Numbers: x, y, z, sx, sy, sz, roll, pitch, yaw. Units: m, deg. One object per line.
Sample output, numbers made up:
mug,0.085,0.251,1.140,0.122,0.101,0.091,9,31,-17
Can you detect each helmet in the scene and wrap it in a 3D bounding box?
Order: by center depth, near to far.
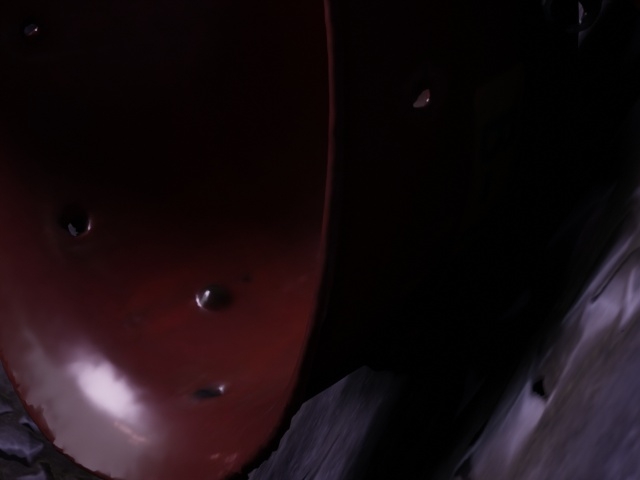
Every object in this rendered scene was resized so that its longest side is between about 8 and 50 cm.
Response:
helmet,-0.013,-0.084,0.770,0.230,0.337,0.385,-18,-45,-33

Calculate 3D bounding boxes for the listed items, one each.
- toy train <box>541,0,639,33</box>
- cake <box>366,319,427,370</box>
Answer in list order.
toy train,0.138,-0.172,0.580,0.219,0.089,0.127,-63,14,-5
cake,-0.003,-0.002,0.936,0.112,0.135,0.246,-62,4,-3
